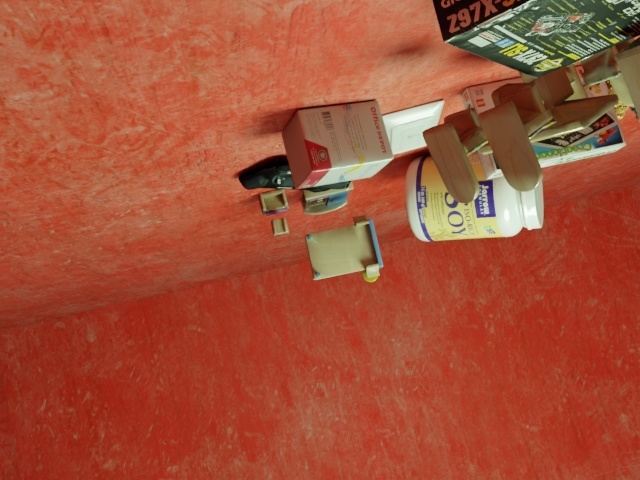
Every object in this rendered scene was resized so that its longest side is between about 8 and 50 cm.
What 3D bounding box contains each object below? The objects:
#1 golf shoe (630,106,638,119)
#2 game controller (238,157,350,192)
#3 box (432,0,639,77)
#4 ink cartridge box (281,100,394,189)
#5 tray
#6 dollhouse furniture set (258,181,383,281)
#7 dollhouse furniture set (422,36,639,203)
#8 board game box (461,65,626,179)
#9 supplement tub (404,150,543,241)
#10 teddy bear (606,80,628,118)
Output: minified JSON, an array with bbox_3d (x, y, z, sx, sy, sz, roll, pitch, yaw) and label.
[{"bbox_3d":[0.915,-0.382,1.757,0.094,0.077,0.198,-25,-176,-39],"label":"golf shoe"},{"bbox_3d":[-0.051,-0.159,1.682,0.167,0.067,0.319,-3,179,38],"label":"game controller"},{"bbox_3d":[0.335,-0.313,0.873,0.257,0.079,0.322,-16,173,38],"label":"box"},{"bbox_3d":[0.033,-0.189,1.347,0.176,0.128,0.127,-10,171,-20],"label":"ink cartridge box"},{"bbox_3d":[0.207,-0.251,1.560,0.145,0.030,0.270,-15,171,2],"label":"tray"},{"bbox_3d":[0.000,0.000,1.914,0.287,0.303,0.198,-13,170,-5],"label":"dollhouse furniture set"},{"bbox_3d":[0.456,-0.177,1.116,0.362,0.256,0.394,-34,-167,-30],"label":"dollhouse furniture set"},{"bbox_3d":[0.469,-0.254,1.421,0.306,0.192,0.053,-12,170,-10],"label":"board game box"},{"bbox_3d":[0.417,-0.123,1.819,0.332,0.240,0.241,-4,176,25],"label":"supplement tub"},{"bbox_3d":[0.605,-0.295,1.649,0.338,0.113,0.245,-12,169,-13],"label":"teddy bear"}]
